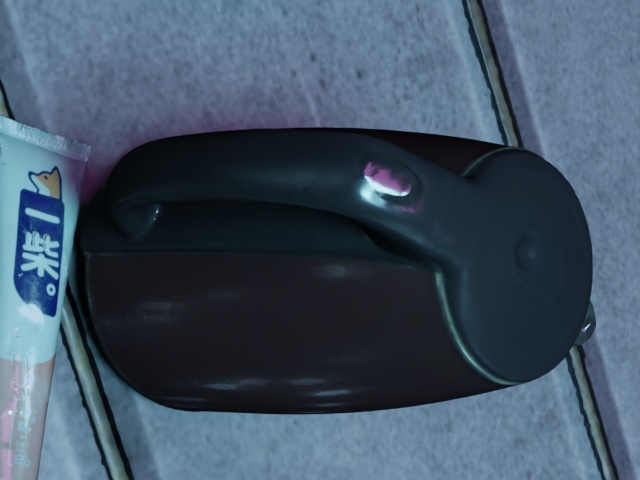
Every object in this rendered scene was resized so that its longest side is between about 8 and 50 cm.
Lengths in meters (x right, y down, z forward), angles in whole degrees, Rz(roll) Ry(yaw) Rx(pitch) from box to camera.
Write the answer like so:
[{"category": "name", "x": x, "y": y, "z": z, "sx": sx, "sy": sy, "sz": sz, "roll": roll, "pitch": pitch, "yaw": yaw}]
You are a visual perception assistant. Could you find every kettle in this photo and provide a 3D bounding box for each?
[{"category": "kettle", "x": 0.000, "y": 0.000, "z": 0.786, "sx": 0.202, "sy": 0.232, "sz": 0.144, "roll": 36, "pitch": 63, "yaw": -37}]

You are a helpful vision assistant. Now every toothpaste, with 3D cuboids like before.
[{"category": "toothpaste", "x": -0.144, "y": 0.043, "z": 0.807, "sx": 0.056, "sy": 0.036, "sz": 0.205, "roll": 20, "pitch": 68, "yaw": -43}]
